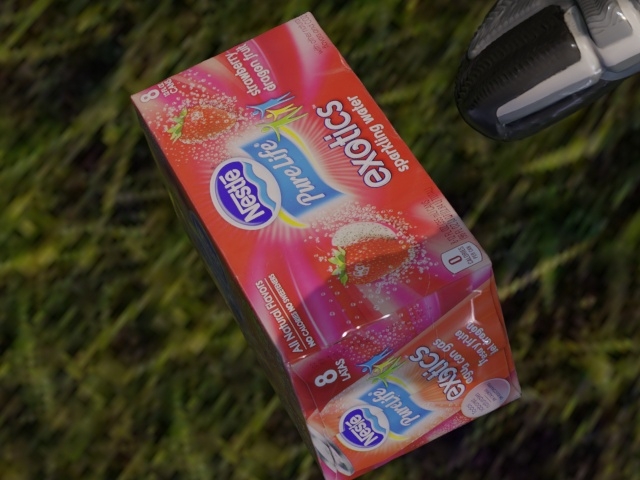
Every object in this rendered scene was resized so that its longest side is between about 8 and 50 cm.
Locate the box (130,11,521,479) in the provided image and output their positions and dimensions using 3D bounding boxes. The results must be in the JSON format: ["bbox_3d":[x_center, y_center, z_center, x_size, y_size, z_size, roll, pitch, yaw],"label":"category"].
[{"bbox_3d":[0.000,0.000,1.160,0.257,0.128,0.122,58,171,43],"label":"box"}]

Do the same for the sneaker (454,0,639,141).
[{"bbox_3d":[0.164,-0.071,0.642,0.229,0.086,0.132,-35,114,23],"label":"sneaker"}]
